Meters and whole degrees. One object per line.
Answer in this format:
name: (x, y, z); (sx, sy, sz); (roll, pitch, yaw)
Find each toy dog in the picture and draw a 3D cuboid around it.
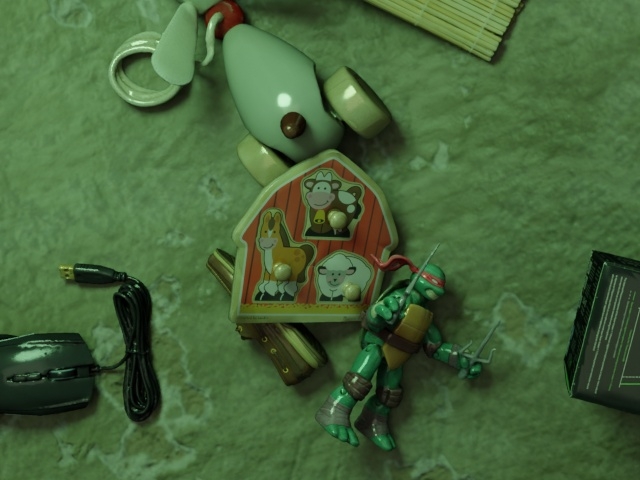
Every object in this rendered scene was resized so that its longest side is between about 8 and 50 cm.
toy dog: (-0.084, -0.192, 1.263); (0.333, 0.161, 0.220); (31, 97, 8)

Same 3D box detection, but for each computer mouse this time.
computer mouse: (-0.318, 0.118, 1.375); (0.262, 0.060, 0.184); (1, 94, 10)

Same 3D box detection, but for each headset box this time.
headset box: (0.390, 0.108, 1.145); (0.283, 0.246, 0.131); (14, 95, 9)

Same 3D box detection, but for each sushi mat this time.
sushi mat: (0.079, -0.321, 1.252); (0.316, 0.019, 0.151); (24, 97, -8)

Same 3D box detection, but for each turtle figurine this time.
turtle figurine: (0.092, 0.110, 1.272); (0.175, 0.118, 0.234); (23, 101, -32)

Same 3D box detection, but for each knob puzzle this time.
knob puzzle: (0.000, 0.000, 1.256); (0.213, 0.030, 0.213); (-9, 114, -20)

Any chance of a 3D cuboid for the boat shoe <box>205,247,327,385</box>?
boat shoe: (-0.070, 0.087, 1.324); (0.060, 0.064, 0.178); (-42, 87, 8)
